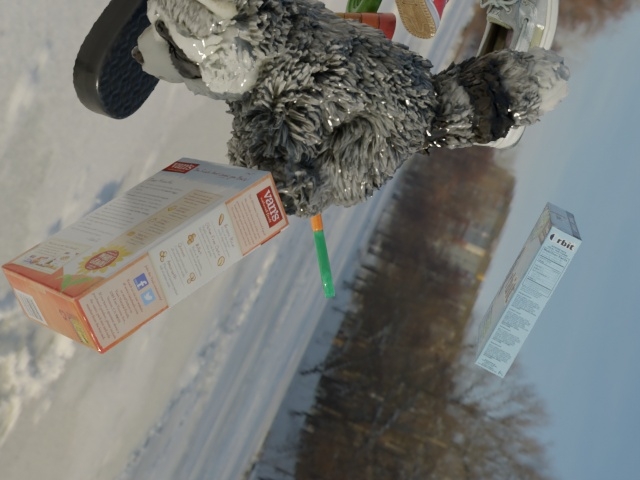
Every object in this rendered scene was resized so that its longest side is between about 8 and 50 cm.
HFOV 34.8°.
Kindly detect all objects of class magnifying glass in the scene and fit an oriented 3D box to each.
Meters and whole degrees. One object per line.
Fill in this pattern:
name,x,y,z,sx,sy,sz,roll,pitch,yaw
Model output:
magnifying glass,0.000,0.000,1.922,0.092,0.026,0.230,-104,-178,-69

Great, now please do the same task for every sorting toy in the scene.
sorting toy,0.045,-0.457,1.915,0.127,0.126,0.365,-54,-153,35

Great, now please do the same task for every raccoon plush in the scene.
raccoon plush,0.029,-0.231,1.080,0.447,0.216,0.299,-24,128,-14

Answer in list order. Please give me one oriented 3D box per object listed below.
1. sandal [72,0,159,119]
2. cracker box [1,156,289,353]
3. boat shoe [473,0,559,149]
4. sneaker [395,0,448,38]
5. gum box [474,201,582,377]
sandal,-0.197,-0.359,1.303,0.445,0.107,0.167,-59,159,-21
cracker box,-0.167,0.005,0.987,0.232,0.156,0.067,-36,120,-29
boat shoe,0.279,-0.296,1.557,0.118,0.103,0.320,-123,-140,-60
sneaker,0.086,-0.230,0.847,0.067,0.042,0.118,-64,157,-22
gum box,0.245,0.055,1.216,0.184,0.041,0.157,-63,176,16
